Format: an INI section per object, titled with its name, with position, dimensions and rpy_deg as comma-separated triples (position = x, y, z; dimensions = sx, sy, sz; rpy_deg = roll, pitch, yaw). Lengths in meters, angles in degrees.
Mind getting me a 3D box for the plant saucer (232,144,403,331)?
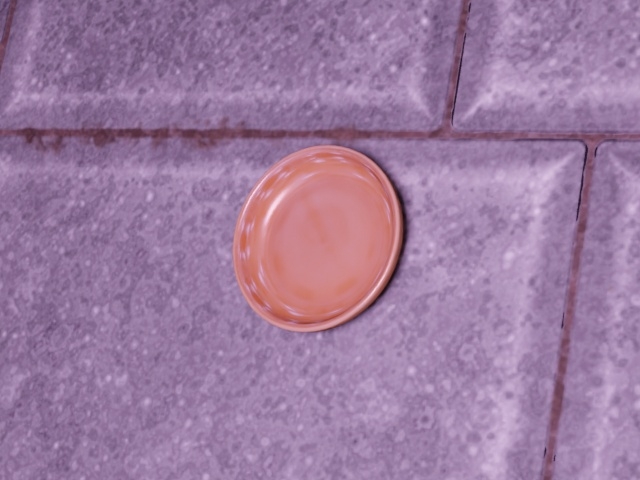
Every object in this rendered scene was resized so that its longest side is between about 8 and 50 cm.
[plant saucer]
position = 0.000, 0.000, 1.419
dimensions = 0.200, 0.037, 0.200
rpy_deg = -10, 70, 29
